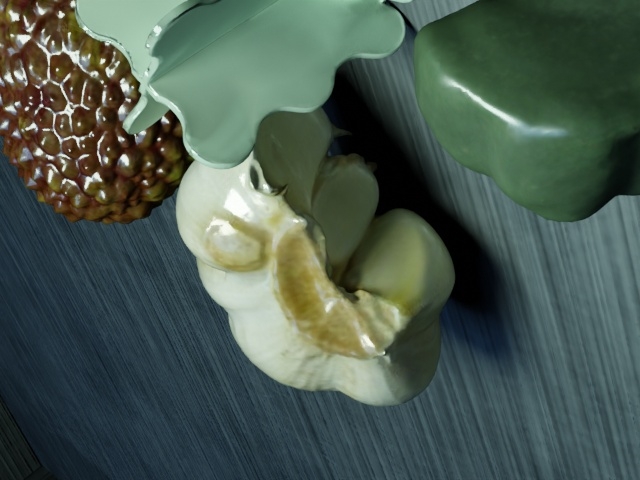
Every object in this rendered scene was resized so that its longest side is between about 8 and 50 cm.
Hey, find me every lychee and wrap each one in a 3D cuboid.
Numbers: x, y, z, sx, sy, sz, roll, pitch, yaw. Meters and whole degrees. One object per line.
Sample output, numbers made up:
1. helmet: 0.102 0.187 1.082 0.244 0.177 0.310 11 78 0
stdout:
1. lychee: -0.173 -0.149 1.121 0.236 0.236 0.271 150 119 -65

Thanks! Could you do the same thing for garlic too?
1. garlic: -0.007 0.012 1.102 0.281 0.203 0.184 42 125 -12

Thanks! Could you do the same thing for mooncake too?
1. mooncake: 0.137 -0.097 0.734 0.104 0.175 0.168 84 179 -59

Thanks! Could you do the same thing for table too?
1. table: -0.053 -0.155 0.946 0.166 0.198 0.166 39 152 25
